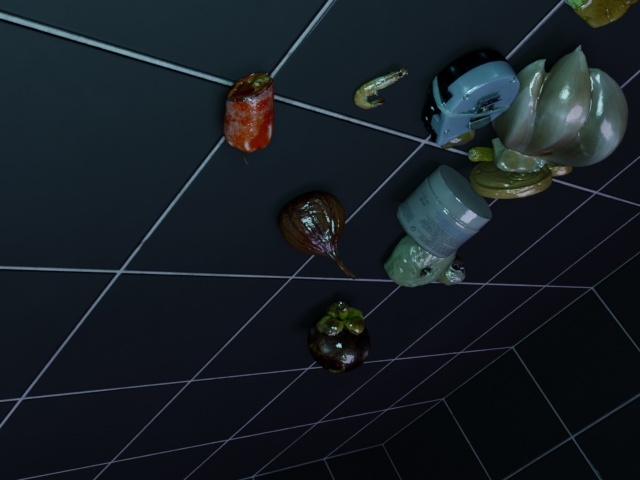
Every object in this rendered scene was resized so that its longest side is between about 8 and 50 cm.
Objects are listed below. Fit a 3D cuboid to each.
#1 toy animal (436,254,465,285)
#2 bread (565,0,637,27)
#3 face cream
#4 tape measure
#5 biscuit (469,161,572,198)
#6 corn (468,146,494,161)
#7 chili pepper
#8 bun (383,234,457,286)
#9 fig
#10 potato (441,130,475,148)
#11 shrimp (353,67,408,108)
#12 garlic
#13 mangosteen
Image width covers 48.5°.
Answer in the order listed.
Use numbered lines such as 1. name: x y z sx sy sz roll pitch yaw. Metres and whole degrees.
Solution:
1. toy animal: 0.375 0.082 2.150 0.098 0.137 0.098 -18 115 -46
2. bread: 0.542 -0.474 1.354 0.140 0.069 0.128 3 140 -45
3. face cream: 0.292 -0.067 1.689 0.153 0.177 0.177 -44 149 26
4. tape measure: 0.300 -0.287 1.405 0.182 0.107 0.181 -24 159 -4
5. biscuit: 0.489 -0.173 1.706 0.289 0.202 0.044 -25 120 -21
6. corn: 0.390 -0.206 1.702 0.092 0.037 0.037 -1 142 -41
7. chili pepper: -0.121 -0.192 1.190 0.086 0.084 0.192 -4 143 -11
8. bun: 0.285 0.054 1.965 0.221 0.108 0.221 -23 153 -13
9. fig: 0.000 0.000 1.512 0.146 0.201 0.134 -25 163 6
10. potato: 0.303 -0.230 1.568 0.092 0.045 0.046 -19 -173 -14
11. shrimp: 0.117 -0.282 1.327 0.114 0.023 0.083 -28 156 11
12. garlic: 0.521 -0.256 1.538 0.279 0.132 0.325 13 150 -10
13. mangosteen: 0.061 0.269 2.054 0.192 0.192 0.217 -8 127 -36
